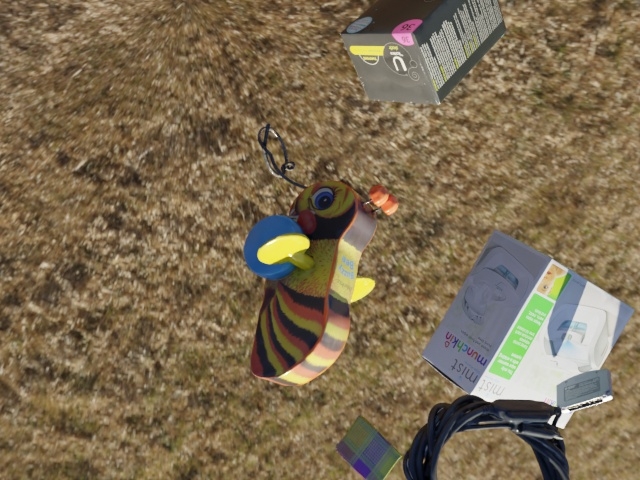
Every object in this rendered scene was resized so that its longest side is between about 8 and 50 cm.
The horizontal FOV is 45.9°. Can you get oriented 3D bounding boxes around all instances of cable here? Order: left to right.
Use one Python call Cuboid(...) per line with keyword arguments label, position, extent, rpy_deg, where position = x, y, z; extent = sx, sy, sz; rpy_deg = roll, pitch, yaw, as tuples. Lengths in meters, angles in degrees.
Cuboid(label="cable", position=(0.156, 0.224, 0.719), extent=(0.184, 0.047, 0.151), rpy_deg=(5, 94, -24))

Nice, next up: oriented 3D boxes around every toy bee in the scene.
Cuboid(label="toy bee", position=(0.000, 0.000, 0.813), extent=(0.162, 0.195, 0.298), rpy_deg=(-11, 88, 28))

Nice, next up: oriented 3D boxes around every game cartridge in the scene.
Cuboid(label="game cartridge", position=(0.382, 0.217, 1.097), extent=(0.083, 0.056, 0.017), rpy_deg=(-28, 120, 34))

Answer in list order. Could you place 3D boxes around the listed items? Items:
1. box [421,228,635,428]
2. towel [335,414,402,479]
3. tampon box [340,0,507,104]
Cuboid(label="box", position=(0.324, 0.143, 1.180), extent=(0.262, 0.126, 0.231), rpy_deg=(26, 95, -38))
Cuboid(label="towel", position=(0.062, 0.277, 0.995), extent=(0.060, 0.083, 0.009), rpy_deg=(-54, 146, 4))
Cuboid(label="tampon box", position=(0.129, -0.257, 0.935), extent=(0.161, 0.120, 0.101), rpy_deg=(-47, 127, -25))
